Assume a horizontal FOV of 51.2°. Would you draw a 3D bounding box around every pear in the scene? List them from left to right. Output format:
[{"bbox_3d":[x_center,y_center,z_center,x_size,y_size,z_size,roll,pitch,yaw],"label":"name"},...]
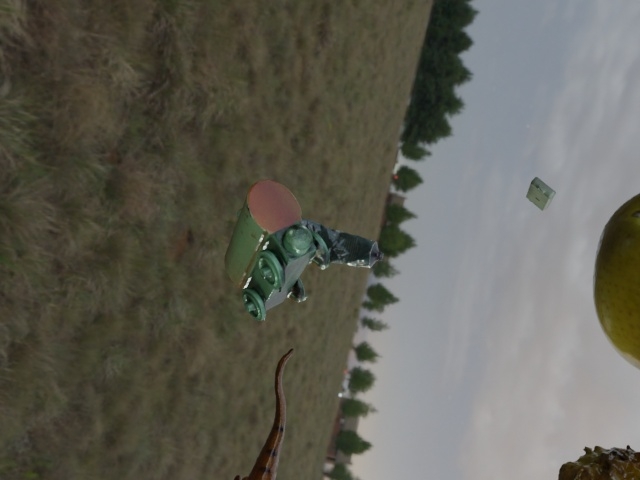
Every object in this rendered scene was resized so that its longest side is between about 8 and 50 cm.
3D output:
[{"bbox_3d":[0.656,0.081,1.143,0.362,0.418,0.362,-34,-147,26],"label":"pear"}]

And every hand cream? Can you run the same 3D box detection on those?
[{"bbox_3d":[0.000,-0.001,1.279,0.052,0.248,0.075,61,46,-77],"label":"hand cream"}]

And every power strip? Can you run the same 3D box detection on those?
[{"bbox_3d":[0.349,-0.073,1.061,0.016,0.040,0.090,-45,163,-1],"label":"power strip"}]

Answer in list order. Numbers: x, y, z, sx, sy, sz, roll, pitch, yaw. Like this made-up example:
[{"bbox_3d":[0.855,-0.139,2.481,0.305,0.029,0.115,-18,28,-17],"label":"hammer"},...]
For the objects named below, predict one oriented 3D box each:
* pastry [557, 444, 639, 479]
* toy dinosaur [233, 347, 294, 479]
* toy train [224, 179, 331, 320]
[{"bbox_3d":[0.599,0.591,1.257,0.292,0.337,0.405,-19,129,-29],"label":"pastry"},{"bbox_3d":[-0.109,0.409,1.088,0.208,0.097,0.432,111,-15,-60],"label":"toy dinosaur"},{"bbox_3d":[-0.088,0.019,1.112,0.116,0.177,0.285,-26,165,-25],"label":"toy train"}]
